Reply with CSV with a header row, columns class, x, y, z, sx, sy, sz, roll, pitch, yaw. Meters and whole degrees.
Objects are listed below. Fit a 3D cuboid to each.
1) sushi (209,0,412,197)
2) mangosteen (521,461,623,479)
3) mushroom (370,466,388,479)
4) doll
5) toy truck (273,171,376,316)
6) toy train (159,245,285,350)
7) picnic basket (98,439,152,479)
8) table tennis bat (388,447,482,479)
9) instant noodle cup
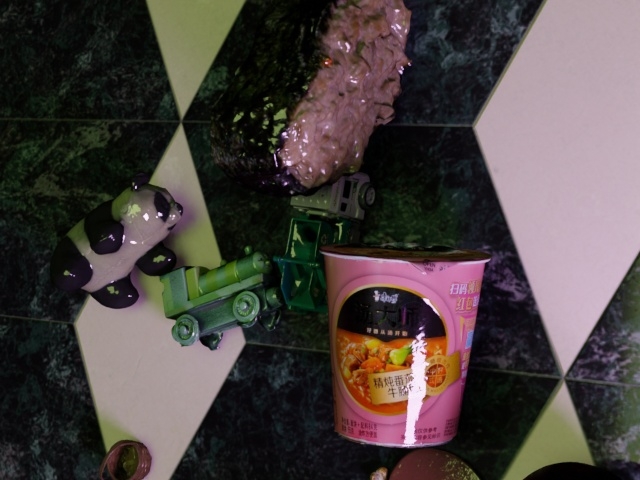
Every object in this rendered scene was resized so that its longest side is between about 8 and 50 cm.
class,x,y,z,sx,sy,sz,roll,pitch,yaw
sushi,-0.007,-0.211,1.924,0.171,0.211,0.350,13,56,31
mangosteen,0.299,0.374,1.674,0.211,0.250,0.211,-2,85,24
mushroom,0.061,0.454,1.934,0.028,0.026,0.286,10,90,47
doll,-0.311,0.002,2.142,0.234,0.143,0.135,-37,46,28
toy truck,0.000,0.000,1.974,0.110,0.116,0.216,9,88,31
toy train,-0.143,0.083,2.068,0.200,0.083,0.132,-20,70,25
picnic basket,-0.304,0.335,2.123,0.072,0.083,0.072,-4,82,30
table tennis bat,0.182,0.367,1.874,0.220,0.019,0.130,35,97,29
instant noodle cup,0.107,0.134,1.847,0.244,0.244,0.255,4,94,31
